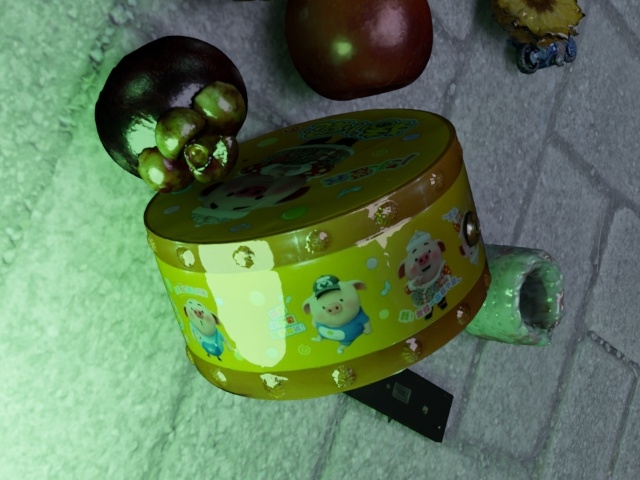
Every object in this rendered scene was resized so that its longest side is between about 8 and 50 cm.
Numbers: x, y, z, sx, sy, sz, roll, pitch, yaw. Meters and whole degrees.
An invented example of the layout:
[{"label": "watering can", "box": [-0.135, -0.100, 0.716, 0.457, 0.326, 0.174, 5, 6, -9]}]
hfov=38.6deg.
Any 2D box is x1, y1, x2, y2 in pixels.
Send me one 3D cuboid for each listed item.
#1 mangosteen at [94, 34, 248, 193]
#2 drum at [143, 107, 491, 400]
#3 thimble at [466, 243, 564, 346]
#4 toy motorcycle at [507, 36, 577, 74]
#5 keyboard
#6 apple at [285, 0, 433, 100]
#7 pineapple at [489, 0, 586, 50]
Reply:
[{"label": "mangosteen", "box": [-0.170, -0.147, 1.122, 0.194, 0.230, 0.194, -23, 136, -25]}, {"label": "drum", "box": [0.000, 0.000, 1.175, 0.431, 0.431, 0.214, -35, 118, -37]}, {"label": "thimble", "box": [0.362, 0.111, 1.741, 0.185, 0.149, 0.211, -42, 123, -36]}, {"label": "toy motorcycle", "box": [0.447, -0.398, 1.820, 0.205, 0.076, 0.114, -21, 100, -40]}, {"label": "keyboard", "box": [0.134, 0.273, 1.617, 0.317, 0.027, 0.106, 36, 67, -41]}, {"label": "apple", "box": [0.056, -0.311, 1.339, 0.218, 0.218, 0.201, -6, 92, -44]}, {"label": "pineapple", "box": [0.394, -0.444, 1.715, 0.224, 0.076, 0.225, 10, 64, -20]}]
